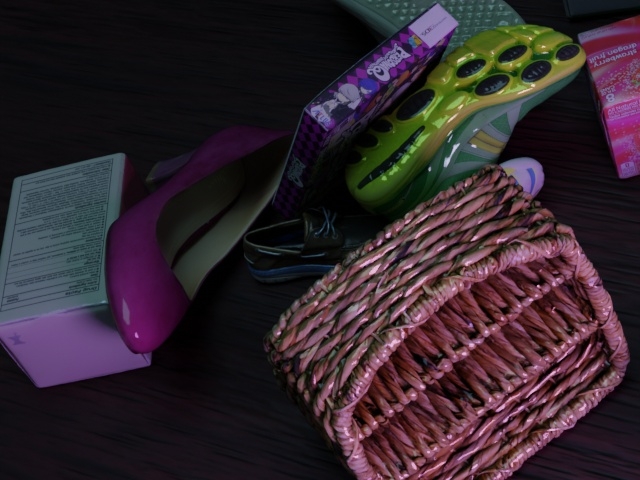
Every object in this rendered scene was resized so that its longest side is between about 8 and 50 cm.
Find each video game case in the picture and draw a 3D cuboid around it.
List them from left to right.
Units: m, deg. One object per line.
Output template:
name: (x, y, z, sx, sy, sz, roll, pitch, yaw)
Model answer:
video game case: (0.045, -0.138, 1.664, 0.042, 0.232, 0.210, 44, 64, 10)

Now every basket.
basket: (0.127, 0.102, 1.401, 0.299, 0.213, 0.223, -36, 68, -10)

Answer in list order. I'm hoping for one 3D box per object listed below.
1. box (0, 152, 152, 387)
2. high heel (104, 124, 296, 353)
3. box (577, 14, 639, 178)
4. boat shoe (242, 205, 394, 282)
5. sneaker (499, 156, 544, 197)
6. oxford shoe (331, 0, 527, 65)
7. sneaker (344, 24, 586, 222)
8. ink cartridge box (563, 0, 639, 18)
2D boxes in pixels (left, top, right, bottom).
box: (-0.278, 0.033, 1.728, 0.149, 0.127, 0.232, -12, 48, 13)
high heel: (-0.126, -0.017, 1.668, 0.181, 0.127, 0.377, -17, 34, 16)
box: (0.425, -0.182, 1.625, 0.257, 0.122, 0.128, -16, 47, 9)
boat shoe: (0.000, 0.000, 1.683, 0.183, 0.066, 0.066, -16, 46, 9)
sneaker: (0.174, 0.017, 1.600, 0.240, 0.091, 0.126, -38, 66, -12)
oxford shoe: (0.115, -0.293, 1.842, 0.169, 0.130, 0.449, -34, 51, -5)
sneaker: (0.160, -0.129, 1.641, 0.295, 0.123, 0.109, -35, 53, 4)
ink cartridge box: (0.401, -0.425, 1.846, 0.211, 0.121, 0.289, -7, 49, 17)
